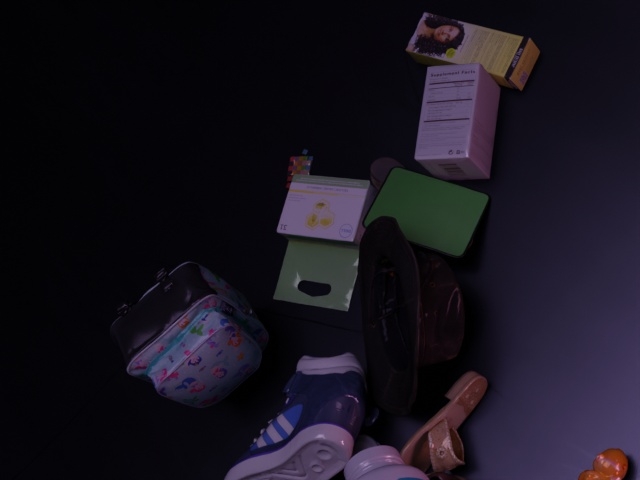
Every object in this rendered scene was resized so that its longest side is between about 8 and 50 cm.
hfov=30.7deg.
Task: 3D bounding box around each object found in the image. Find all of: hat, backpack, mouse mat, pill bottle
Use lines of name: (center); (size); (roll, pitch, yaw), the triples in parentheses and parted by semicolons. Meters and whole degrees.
hat: (0.162, 0.120, 1.928); (0.134, 0.331, 0.331); (-2, 62, -17)
backpack: (-0.215, 0.180, 2.073); (0.225, 0.253, 0.191); (-42, 60, 6)
mouse mat: (0.183, -0.051, 2.012); (0.190, 0.007, 0.152); (19, 57, 16)
pill bottle: (0.116, 0.429, 1.688); (0.146, 0.146, 0.264); (-36, 45, 14)

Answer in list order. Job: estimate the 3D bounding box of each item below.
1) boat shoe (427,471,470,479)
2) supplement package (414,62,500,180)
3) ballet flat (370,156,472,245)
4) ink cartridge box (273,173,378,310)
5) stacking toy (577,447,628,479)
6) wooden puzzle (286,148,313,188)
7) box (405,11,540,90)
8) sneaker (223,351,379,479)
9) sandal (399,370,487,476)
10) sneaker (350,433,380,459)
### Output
boat shoe: (0.152, 0.522, 1.791); (0.123, 0.123, 0.342); (13, 78, 34)
supplement package: (0.242, -0.207, 2.042); (0.105, 0.105, 0.179); (-1, 70, 31)
ballet flat: (0.177, -0.057, 2.058); (0.084, 0.058, 0.250); (-35, 58, -20)
ink cartridge box: (0.000, 0.000, 2.137); (0.171, 0.056, 0.235); (7, 73, 32)
stacking toy: (0.357, 0.426, 1.704); (0.302, 0.175, 0.166); (-52, 29, -15)
wooden puzzle: (-0.040, -0.138, 2.244); (0.049, 0.006, 0.083); (-1, 70, 31)
box: (0.273, -0.343, 2.108); (0.232, 0.058, 0.087); (21, 83, 35)
sneaker: (-0.036, 0.319, 2.010); (0.323, 0.130, 0.236); (-40, 24, 38)
sandal: (0.205, 0.324, 1.862); (0.079, 0.088, 0.240); (32, 84, 42)
sneaker: (0.069, 0.407, 1.914); (0.071, 0.083, 0.190); (-18, 61, 26)
